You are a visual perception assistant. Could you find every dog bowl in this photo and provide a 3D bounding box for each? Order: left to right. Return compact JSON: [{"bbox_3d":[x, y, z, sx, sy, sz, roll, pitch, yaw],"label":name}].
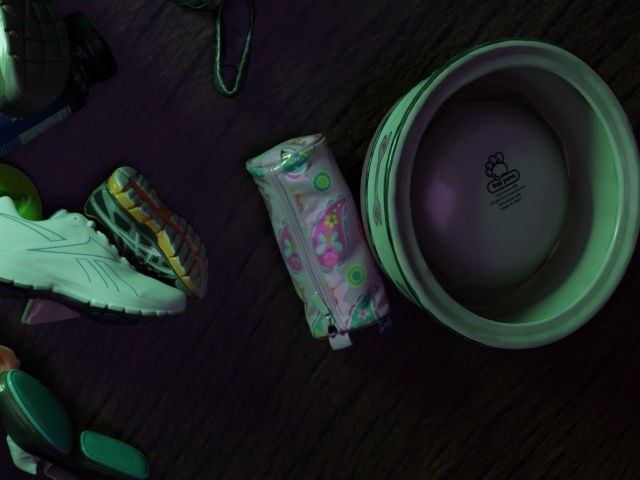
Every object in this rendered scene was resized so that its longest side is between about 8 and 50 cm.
[{"bbox_3d":[0.232,-0.061,1.591,0.408,0.150,0.408,-2,94,-25],"label":"dog bowl"}]

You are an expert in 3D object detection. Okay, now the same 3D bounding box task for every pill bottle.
[{"bbox_3d":[-0.371,-0.194,1.483,0.219,0.123,0.123,-35,105,-15],"label":"pill bottle"}]

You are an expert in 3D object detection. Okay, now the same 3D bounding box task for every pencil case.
[{"bbox_3d":[0.000,0.000,1.603,0.124,0.124,0.284,-22,102,-8],"label":"pencil case"}]

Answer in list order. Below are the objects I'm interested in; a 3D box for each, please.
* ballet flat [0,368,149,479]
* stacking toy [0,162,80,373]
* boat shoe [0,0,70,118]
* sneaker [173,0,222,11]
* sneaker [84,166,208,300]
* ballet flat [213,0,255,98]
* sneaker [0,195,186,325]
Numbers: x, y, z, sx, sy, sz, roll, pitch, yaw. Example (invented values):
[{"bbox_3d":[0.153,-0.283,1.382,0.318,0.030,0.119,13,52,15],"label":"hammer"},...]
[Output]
[{"bbox_3d":[-0.346,0.275,1.557,0.096,0.095,0.280,-35,126,14],"label":"ballet flat"},{"bbox_3d":[-0.486,0.052,1.539,0.279,0.130,0.309,-32,109,-33],"label":"stacking toy"},{"bbox_3d":[-0.397,-0.277,1.411,0.130,0.355,0.132,-30,146,18],"label":"boat shoe"},{"bbox_3d":[-0.192,-0.492,1.483,0.182,0.158,0.410,-32,110,-24],"label":"sneaker"},{"bbox_3d":[-0.228,-0.001,1.583,0.083,0.084,0.215,-28,112,23],"label":"sneaker"},{"bbox_3d":[-0.112,-0.275,1.571,0.057,0.049,0.173,-1,99,-13],"label":"ballet flat"},{"bbox_3d":[-0.303,0.030,1.512,0.297,0.111,0.129,20,70,-25],"label":"sneaker"}]
